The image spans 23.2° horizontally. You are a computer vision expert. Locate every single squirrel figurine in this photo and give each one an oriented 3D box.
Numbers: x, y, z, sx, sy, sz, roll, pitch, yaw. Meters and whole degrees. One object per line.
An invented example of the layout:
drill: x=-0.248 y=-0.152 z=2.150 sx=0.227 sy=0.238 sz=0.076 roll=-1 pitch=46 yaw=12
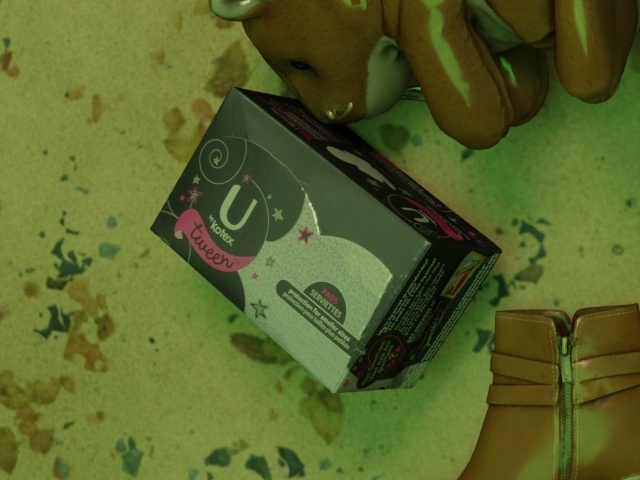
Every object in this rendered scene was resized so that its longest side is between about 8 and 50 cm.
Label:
squirrel figurine: x=0.087 y=-0.270 z=1.288 sx=0.370 sy=0.281 sz=0.397 roll=-7 pitch=108 yaw=36

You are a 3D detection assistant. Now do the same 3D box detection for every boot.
boot: x=0.167 y=0.172 z=1.374 sx=0.284 sy=0.109 sz=0.220 roll=-8 pitch=93 yaw=18

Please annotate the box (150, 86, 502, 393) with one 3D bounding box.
box: x=0.000 y=0.000 z=1.371 sx=0.247 sy=0.142 sz=0.163 roll=41 pitch=108 yaw=28
